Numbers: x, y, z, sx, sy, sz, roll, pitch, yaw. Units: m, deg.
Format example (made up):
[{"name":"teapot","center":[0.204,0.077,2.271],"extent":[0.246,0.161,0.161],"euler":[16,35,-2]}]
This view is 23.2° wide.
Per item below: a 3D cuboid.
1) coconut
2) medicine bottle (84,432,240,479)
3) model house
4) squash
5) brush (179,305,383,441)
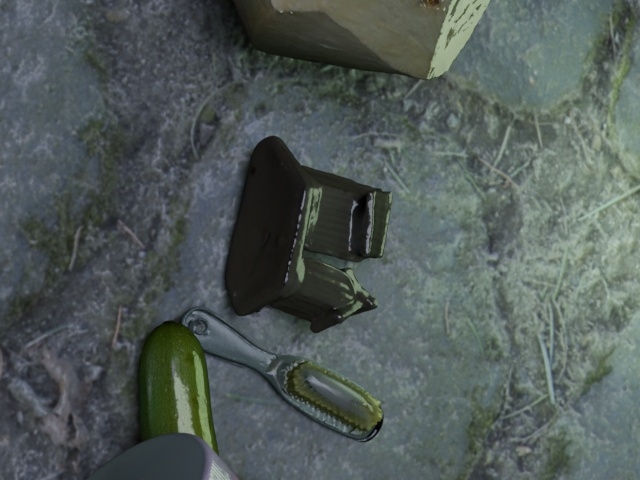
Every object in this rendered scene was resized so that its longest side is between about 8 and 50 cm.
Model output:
[{"name":"coconut","center":[0.058,-0.382,1.873],"extent":[0.415,0.415,0.344],"euler":[69,20,1]},{"name":"medicine bottle","center":[-0.151,0.376,1.674],"extent":[0.252,0.252,0.241],"euler":[-49,115,-24]},{"name":"model house","center":[-0.001,-0.002,1.913],"extent":[0.188,0.122,0.229],"euler":[15,78,-26]},{"name":"squash","center":[-0.171,0.185,1.816],"extent":[0.095,0.095,0.188],"euler":[-4,79,-25]},{"name":"brush","center":[-0.037,0.162,1.896],"extent":[0.297,0.060,0.068],"euler":[29,72,-17]}]
